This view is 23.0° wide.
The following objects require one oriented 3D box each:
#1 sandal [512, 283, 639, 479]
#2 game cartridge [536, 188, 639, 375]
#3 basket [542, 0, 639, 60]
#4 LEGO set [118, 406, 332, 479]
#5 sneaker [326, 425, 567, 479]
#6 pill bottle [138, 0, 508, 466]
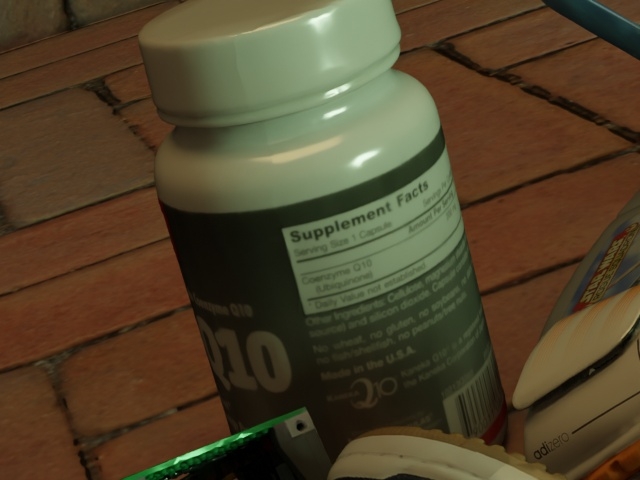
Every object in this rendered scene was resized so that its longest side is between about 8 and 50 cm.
[{"bbox_3d":[0.116,0.077,0.709,0.102,0.076,0.265,-17,-23,-50],"label":"sandal"},{"bbox_3d":[0.231,0.011,0.921,0.198,0.062,0.297,-25,14,36],"label":"game cartridge"},{"bbox_3d":[0.332,-0.161,1.129,0.255,0.201,0.289,-26,55,-28],"label":"basket"},{"bbox_3d":[-0.104,0.217,0.631,0.331,0.192,0.255,-16,-13,-41],"label":"LEGO set"},{"bbox_3d":[0.083,0.180,0.517,0.282,0.099,0.153,28,64,29],"label":"sneaker"},{"bbox_3d":[0.000,0.000,0.883,0.161,0.283,0.161,-13,21,5],"label":"pill bottle"}]
